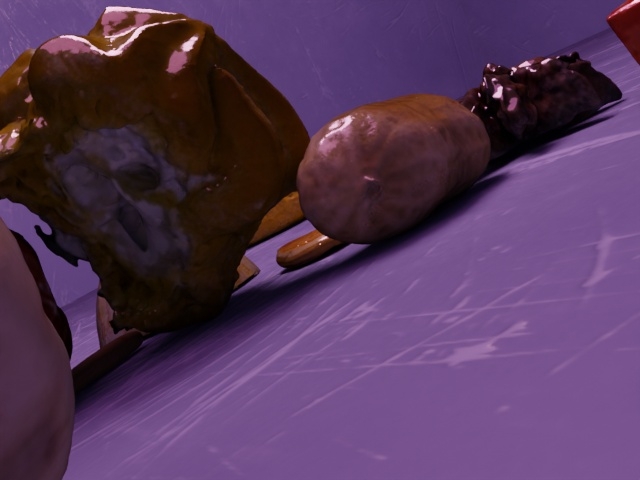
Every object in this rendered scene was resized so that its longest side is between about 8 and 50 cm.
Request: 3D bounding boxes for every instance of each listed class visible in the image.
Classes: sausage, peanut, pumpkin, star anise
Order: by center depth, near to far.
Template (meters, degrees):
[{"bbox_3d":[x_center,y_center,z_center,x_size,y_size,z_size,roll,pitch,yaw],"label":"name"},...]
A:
[{"bbox_3d":[0.076,-0.076,0.877,0.224,0.129,0.129,-31,7,-41],"label":"peanut"},{"bbox_3d":[-0.220,0.122,0.918,0.024,0.024,0.132,-23,8,27],"label":"sausage"},{"bbox_3d":[0.215,-0.152,1.038,0.223,0.108,0.236,-24,3,-16],"label":"star anise"},{"bbox_3d":[-0.193,0.044,1.120,0.217,0.110,0.217,-28,0,0],"label":"pumpkin"}]

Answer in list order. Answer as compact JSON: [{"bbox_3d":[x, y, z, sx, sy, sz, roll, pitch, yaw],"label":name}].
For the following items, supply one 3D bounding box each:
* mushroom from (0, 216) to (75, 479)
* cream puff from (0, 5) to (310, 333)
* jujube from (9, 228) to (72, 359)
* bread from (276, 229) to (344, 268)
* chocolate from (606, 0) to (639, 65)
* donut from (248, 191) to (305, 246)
[{"bbox_3d":[-0.259,0.098,0.316,0.315,0.314,0.336,-26,27,8],"label":"mushroom"},{"bbox_3d":[-0.154,-0.087,0.922,0.270,0.323,0.274,-34,22,9],"label":"cream puff"},{"bbox_3d":[-0.343,0.090,0.799,0.232,0.212,0.213,-23,5,-18],"label":"jujube"},{"bbox_3d":[0.000,0.000,1.010,0.110,0.024,0.110,-27,6,3],"label":"bread"},{"bbox_3d":[0.434,-0.253,0.942,0.235,0.108,0.237,-23,9,27],"label":"chocolate"},{"bbox_3d":[-0.098,-0.070,1.581,0.254,0.118,0.253,-29,6,4],"label":"donut"}]
